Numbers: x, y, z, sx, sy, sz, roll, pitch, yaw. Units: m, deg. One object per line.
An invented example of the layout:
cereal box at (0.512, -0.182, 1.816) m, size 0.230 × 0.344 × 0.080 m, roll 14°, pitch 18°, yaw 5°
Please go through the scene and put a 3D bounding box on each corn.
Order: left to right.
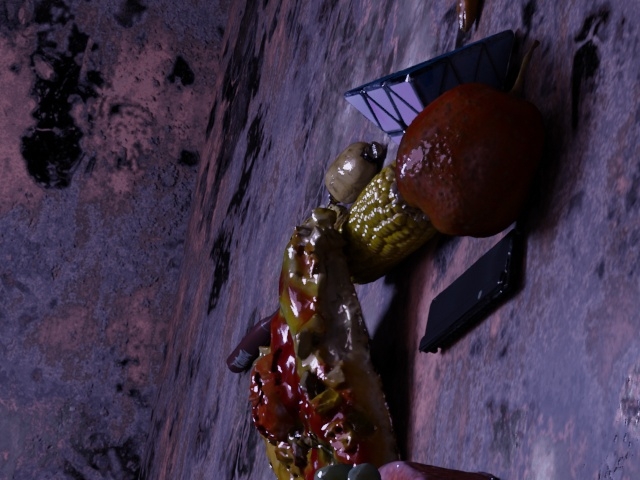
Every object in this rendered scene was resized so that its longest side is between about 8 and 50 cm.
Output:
corn at (0.080, -0.019, 1.814) m, size 0.305 × 0.106 × 0.106 m, roll 133°, pitch 147°, yaw -66°

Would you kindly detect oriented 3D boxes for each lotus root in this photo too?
lotus root at (0.043, -0.098, 2.130) m, size 0.152 × 0.063 × 0.072 m, roll -53°, pitch 37°, yaw 42°

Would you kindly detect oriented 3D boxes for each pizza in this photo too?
pizza at (-0.022, 0.161, 1.845) m, size 0.440 × 0.130 × 0.406 m, roll -172°, pitch 77°, yaw -72°

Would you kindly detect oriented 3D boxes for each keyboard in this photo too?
keyboard at (0.164, 0.060, 1.570) m, size 0.231 × 0.023 × 0.072 m, roll 130°, pitch 158°, yaw -61°

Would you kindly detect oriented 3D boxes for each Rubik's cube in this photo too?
Rubik's cube at (0.132, -0.136, 1.582) m, size 0.190 × 0.211 × 0.178 m, roll 68°, pitch -166°, yaw 11°

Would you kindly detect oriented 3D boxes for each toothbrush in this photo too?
toothbrush at (-0.106, 0.166, 2.539) m, size 0.364 × 0.041 × 0.041 m, roll 128°, pitch 152°, yaw -61°

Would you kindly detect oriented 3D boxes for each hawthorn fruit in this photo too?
hawthorn fruit at (0.170, -0.104, 1.473) m, size 0.203 × 0.162 × 0.162 m, roll -57°, pitch 20°, yaw 22°

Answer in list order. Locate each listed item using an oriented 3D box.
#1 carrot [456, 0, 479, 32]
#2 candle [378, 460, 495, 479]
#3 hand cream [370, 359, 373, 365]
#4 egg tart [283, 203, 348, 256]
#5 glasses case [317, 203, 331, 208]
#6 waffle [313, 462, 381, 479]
carrot at (0.199, -0.387, 1.819) m, size 0.061 × 0.061 × 0.257 m, roll 168°, pitch 105°, yaw -75°
candle at (0.103, 0.340, 1.328) m, size 0.287 × 0.131 × 0.317 m, roll 124°, pitch 154°, yaw -50°
hand cream at (0.036, 0.153, 1.958) m, size 0.255 × 0.048 × 0.079 m, roll -113°, pitch 33°, yaw -60°
egg tart at (0.000, 0.000, 2.181) m, size 0.129 × 0.049 × 0.129 m, roll -36°, pitch 25°, yaw 20°
glasses case at (-0.002, 0.021, 2.248) m, size 0.063 × 0.041 × 0.164 m, roll 128°, pitch 153°, yaw -61°
waffle at (0.026, 0.358, 1.269) m, size 0.309 × 0.056 × 0.292 m, roll 51°, pitch 124°, yaw 53°
